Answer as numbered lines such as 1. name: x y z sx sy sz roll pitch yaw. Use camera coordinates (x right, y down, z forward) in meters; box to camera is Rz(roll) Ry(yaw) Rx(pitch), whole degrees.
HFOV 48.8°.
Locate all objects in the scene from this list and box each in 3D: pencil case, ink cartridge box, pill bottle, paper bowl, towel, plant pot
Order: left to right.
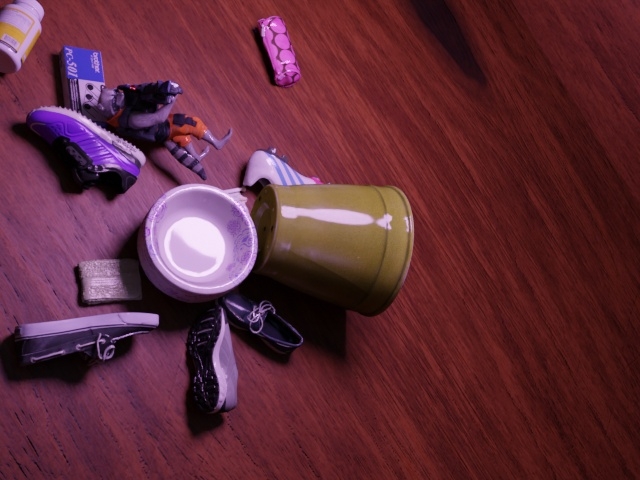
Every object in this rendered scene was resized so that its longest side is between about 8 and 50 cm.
1. pill bottle: -0.739 -0.500 1.700 0.103 0.103 0.184 28 56 -23
2. ink cartridge box: -0.600 -0.386 1.788 0.097 0.046 0.207 1 70 -37
3. towel: -0.496 0.094 1.670 0.148 0.027 0.110 -2 71 -36
4. paper bowl: -0.311 0.014 1.747 0.284 0.148 0.284 10 68 -25
5. pencil case: -0.132 -0.584 2.181 0.098 0.095 0.209 3 65 -68
6. plant pot: 0.000 0.000 1.874 0.353 0.366 0.366 10 65 -24

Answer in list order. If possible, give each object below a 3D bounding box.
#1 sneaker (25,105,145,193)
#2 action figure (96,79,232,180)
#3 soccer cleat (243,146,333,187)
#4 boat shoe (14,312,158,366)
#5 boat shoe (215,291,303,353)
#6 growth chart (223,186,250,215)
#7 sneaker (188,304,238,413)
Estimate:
1. sneaker: -0.572 -0.205 1.694 0.293 0.102 0.146 27 58 -24
2. action figure: -0.395 -0.291 1.754 0.330 0.341 0.178 22 86 -24
3. soccer cleat: -0.076 -0.136 2.031 0.331 0.116 0.143 30 75 -22
4. boat shoe: -0.506 0.221 1.556 0.306 0.113 0.104 -3 79 -34
5. boat shoe: -0.156 0.208 1.830 0.254 0.079 0.095 41 53 -14
6. growth chart: -0.245 -0.033 1.908 0.172 0.021 0.237 -8 76 -37
7. sneaker: -0.254 0.291 1.728 0.108 0.100 0.271 30 49 -52
